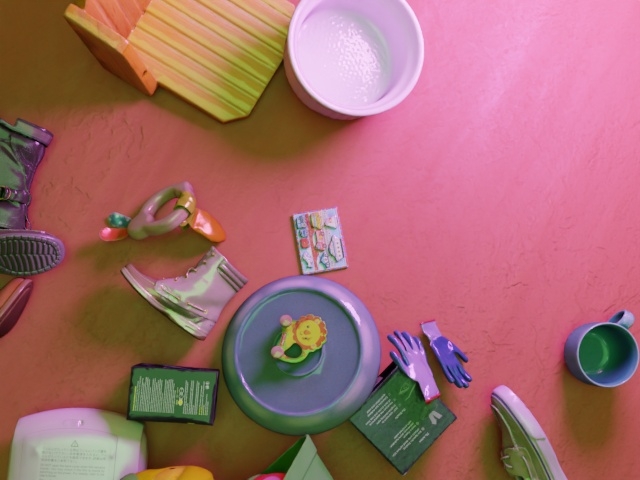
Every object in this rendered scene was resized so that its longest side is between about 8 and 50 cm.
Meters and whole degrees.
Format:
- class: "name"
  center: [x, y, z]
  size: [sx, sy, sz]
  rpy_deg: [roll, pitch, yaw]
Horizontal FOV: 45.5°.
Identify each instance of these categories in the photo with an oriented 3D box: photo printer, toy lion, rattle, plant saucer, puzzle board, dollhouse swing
- class: "photo printer"
  center: [-0.457, 0.470, 1.426]
  size: [0.256, 0.107, 0.307]
  rpy_deg: [4, 83, -6]
- class: "toy lion"
  center: [-0.037, 0.187, 1.454]
  size: [0.096, 0.034, 0.100]
  rpy_deg: [15, 75, 4]
- class: "rattle"
  center: [-0.317, -0.021, 1.533]
  size: [0.200, 0.143, 0.130]
  rpy_deg: [-32, 55, 7]
- class: "plant saucer"
  center: [-0.042, 0.216, 1.482]
  size: [0.317, 0.044, 0.317]
  rpy_deg: [-2, 72, 7]
- class: "puzzle board"
  center: [0.000, 0.000, 1.571]
  size: [0.096, 0.011, 0.128]
  rpy_deg: [-10, 85, -6]
- class: "dollhouse swing"
  center: [-0.235, -0.445, 1.473]
  size: [0.305, 0.315, 0.347]
  rpy_deg: [29, 81, 9]

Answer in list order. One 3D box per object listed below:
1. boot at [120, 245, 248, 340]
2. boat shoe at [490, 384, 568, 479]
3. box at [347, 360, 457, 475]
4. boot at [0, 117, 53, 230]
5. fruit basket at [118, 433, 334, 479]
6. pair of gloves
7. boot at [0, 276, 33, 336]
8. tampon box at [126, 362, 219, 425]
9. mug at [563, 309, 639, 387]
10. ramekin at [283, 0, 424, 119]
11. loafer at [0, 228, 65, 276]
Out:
- class: "boot"
  center: [-0.267, 0.073, 1.504]
  size: [0.213, 0.077, 0.165]
  rpy_deg: [38, 82, -6]
- class: "boat shoe"
  center: [0.410, 0.435, 1.517]
  size: [0.094, 0.109, 0.302]
  rpy_deg: [-29, 90, -6]
- class: "box"
  center: [0.154, 0.346, 1.506]
  size: [0.156, 0.093, 0.158]
  rpy_deg: [-44, 88, -8]
- class: "boot"
  center: [-0.663, -0.140, 1.481]
  size: [0.263, 0.091, 0.229]
  rpy_deg: [18, 82, -6]
- class: "fruit basket"
  center: [-0.170, 0.487, 1.309]
  size: [0.392, 0.392, 0.283]
  rpy_deg: [43, 117, 0]
- class: "pair of gloves"
  center: [0.219, 0.236, 1.511]
  size: [0.198, 0.023, 0.159]
  rpy_deg: [-10, 64, -46]
- class: "boot"
  center: [-0.710, 0.128, 1.452]
  size: [0.220, 0.109, 0.283]
  rpy_deg: [41, 89, 4]
- class: "tampon box"
  center: [-0.278, 0.292, 1.456]
  size: [0.161, 0.120, 0.101]
  rpy_deg: [5, 83, -5]
- class: "mug"
  center: [0.577, 0.227, 1.559]
  size: [0.158, 0.097, 0.129]
  rpy_deg: [-21, 86, -8]
- class: "ramekin"
  center: [0.057, -0.376, 1.539]
  size: [0.277, 0.135, 0.277]
  rpy_deg: [0, 88, -13]
- class: "loafer"
  center: [-0.619, 0.012, 1.458]
  size: [0.251, 0.087, 0.094]
  rpy_deg: [-1, 117, -15]
